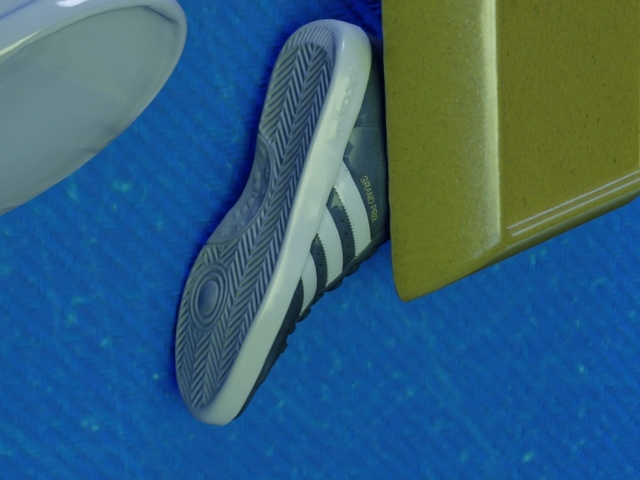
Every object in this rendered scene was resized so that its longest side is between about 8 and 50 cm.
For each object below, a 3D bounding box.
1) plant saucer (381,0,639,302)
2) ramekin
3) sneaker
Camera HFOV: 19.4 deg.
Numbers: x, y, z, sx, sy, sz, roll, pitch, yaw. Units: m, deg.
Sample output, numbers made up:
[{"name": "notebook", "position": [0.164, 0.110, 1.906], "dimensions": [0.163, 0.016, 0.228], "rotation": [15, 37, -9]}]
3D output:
[{"name": "plant saucer", "position": [0.189, -0.139, 1.584], "dimensions": [0.333, 0.081, 0.333], "rotation": [-22, 116, -45]}, {"name": "ramekin", "position": [-0.238, -0.127, 1.323], "dimensions": [0.273, 0.273, 0.127], "rotation": [-31, 76, -18]}, {"name": "sneaker", "position": [0.000, 0.000, 1.559], "dimensions": [0.148, 0.131, 0.350], "rotation": [18, 98, -36]}]
